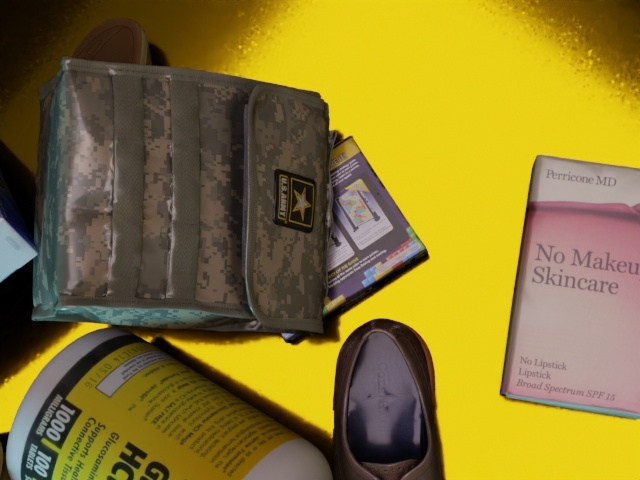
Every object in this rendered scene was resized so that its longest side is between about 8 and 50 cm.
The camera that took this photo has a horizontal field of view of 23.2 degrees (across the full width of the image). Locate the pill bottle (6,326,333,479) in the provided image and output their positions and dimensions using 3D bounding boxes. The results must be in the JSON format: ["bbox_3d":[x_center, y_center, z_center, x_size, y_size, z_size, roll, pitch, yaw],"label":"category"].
[{"bbox_3d":[-0.112,0.233,1.443,0.334,0.188,0.188,28,87,24],"label":"pill bottle"}]

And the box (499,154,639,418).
[{"bbox_3d":[0.260,0.047,1.493,0.149,0.127,0.232,8,85,7],"label":"box"}]

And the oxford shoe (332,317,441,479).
[{"bbox_3d":[0.060,0.255,1.486,0.130,0.133,0.363,-8,83,5],"label":"oxford shoe"}]

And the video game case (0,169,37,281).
[{"bbox_3d":[-0.415,0.007,1.519,0.244,0.061,0.269,-39,36,1],"label":"video game case"}]

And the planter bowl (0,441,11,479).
[{"bbox_3d":[-0.347,0.302,1.524,0.090,0.217,0.217,39,88,-27],"label":"planter bowl"}]

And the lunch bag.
[{"bbox_3d":[-0.116,-0.033,1.464,0.287,0.169,0.235,4,81,-21],"label":"lunch bag"}]

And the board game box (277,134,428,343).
[{"bbox_3d":[0.000,0.000,1.566,0.170,0.048,0.141,-33,79,2],"label":"board game box"}]

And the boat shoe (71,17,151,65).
[{"bbox_3d":[-0.220,-0.083,1.589,0.104,0.089,0.285,8,81,32],"label":"boat shoe"}]
